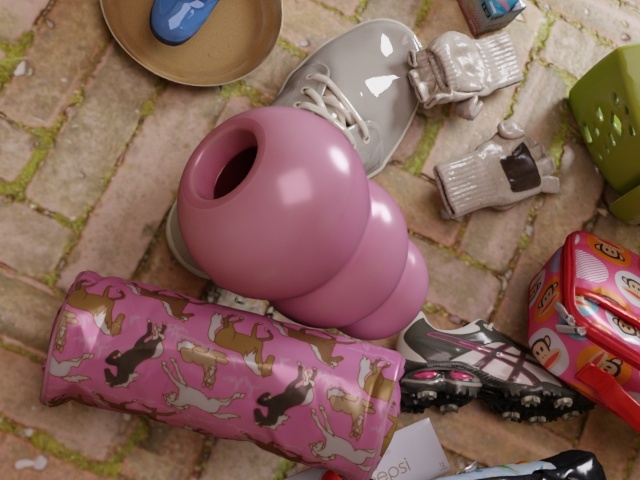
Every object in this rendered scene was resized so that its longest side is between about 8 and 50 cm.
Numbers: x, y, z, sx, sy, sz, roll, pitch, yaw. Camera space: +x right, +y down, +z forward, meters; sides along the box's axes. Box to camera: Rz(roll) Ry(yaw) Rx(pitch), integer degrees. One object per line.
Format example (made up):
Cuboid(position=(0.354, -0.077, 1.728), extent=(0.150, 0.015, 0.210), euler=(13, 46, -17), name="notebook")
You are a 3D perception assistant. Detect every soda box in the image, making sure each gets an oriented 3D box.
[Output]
Cuboid(position=(0.036, 0.276, 1.628), extent=(0.216, 0.074, 0.069), euler=(-20, 80, -26), name="soda box")
Cuboid(position=(0.207, -0.375, 1.932), extent=(0.058, 0.063, 0.183), euler=(-18, 79, -26), name="soda box")

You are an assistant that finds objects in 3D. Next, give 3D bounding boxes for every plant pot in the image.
Cuboid(position=(0.476, -0.141, 1.850), extent=(0.228, 0.227, 0.207), euler=(-11, 82, -8), name="plant pot")
Cuboid(position=(-0.163, -0.294, 1.778), extent=(0.236, 0.032, 0.236), euler=(7, 68, -19), name="plant pot")

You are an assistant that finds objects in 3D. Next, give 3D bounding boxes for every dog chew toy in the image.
Cuboid(position=(0.000, 0.000, 1.543), extent=(0.332, 0.207, 0.206), euler=(38, 58, -40), name="dog chew toy")

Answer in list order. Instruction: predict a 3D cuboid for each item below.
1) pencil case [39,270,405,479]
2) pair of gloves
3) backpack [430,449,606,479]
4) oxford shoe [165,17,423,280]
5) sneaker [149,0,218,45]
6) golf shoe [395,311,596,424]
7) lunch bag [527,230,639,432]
Cuboid(position=(-0.106, 0.147, 1.529), extent=(0.386, 0.160, 0.167), euler=(16, 110, -2), name="pencil case")
Cuboid(position=(0.211, -0.157, 1.837), extent=(0.204, 0.042, 0.240), euler=(-10, 84, -41), name="pair of gloves")
Cuboid(position=(0.147, 0.390, 1.552), extent=(0.356, 0.273, 0.290), euler=(1, 73, -44), name="backpack")
Cuboid(position=(-0.007, -0.123, 1.725), extent=(0.169, 0.130, 0.449), euler=(45, 61, 0), name="oxford shoe")
Cuboid(position=(-0.137, -0.328, 1.737), extent=(0.069, 0.082, 0.209), euler=(38, 64, -7), name="sneaker")
Cuboid(position=(0.221, 0.153, 1.731), extent=(0.273, 0.105, 0.120), euler=(10, 61, -18), name="golf shoe")
Cuboid(position=(0.390, 0.139, 1.734), extent=(0.293, 0.120, 0.258), euler=(30, 32, -9), name="lunch bag")
